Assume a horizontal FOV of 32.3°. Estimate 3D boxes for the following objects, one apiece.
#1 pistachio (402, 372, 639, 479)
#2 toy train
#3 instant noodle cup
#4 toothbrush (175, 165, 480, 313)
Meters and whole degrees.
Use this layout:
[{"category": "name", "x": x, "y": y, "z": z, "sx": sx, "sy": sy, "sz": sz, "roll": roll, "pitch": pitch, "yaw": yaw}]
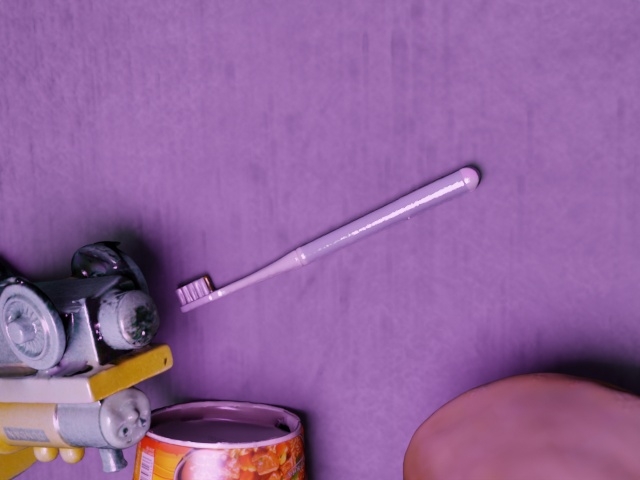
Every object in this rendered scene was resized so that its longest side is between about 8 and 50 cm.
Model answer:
[{"category": "pistachio", "x": 0.238, "y": 0.324, "z": 0.967, "sx": 0.365, "sy": 0.281, "sz": 0.445, "roll": -39, "pitch": 89, "yaw": 13}, {"category": "toy train", "x": -0.293, "y": 0.134, "z": 1.103, "sx": 0.369, "sy": 0.150, "sz": 0.237, "roll": -6, "pitch": 100, "yaw": 38}, {"category": "instant noodle cup", "x": -0.100, "y": 0.261, "z": 1.100, "sx": 0.213, "sy": 0.213, "sz": 0.174, "roll": 3, "pitch": 96, "yaw": 15}, {"category": "toothbrush", "x": 0.001, "y": 0.002, "z": 1.095, "sx": 0.342, "sy": 0.025, "sz": 0.030, "roll": -22, "pitch": 94, "yaw": 20}]
